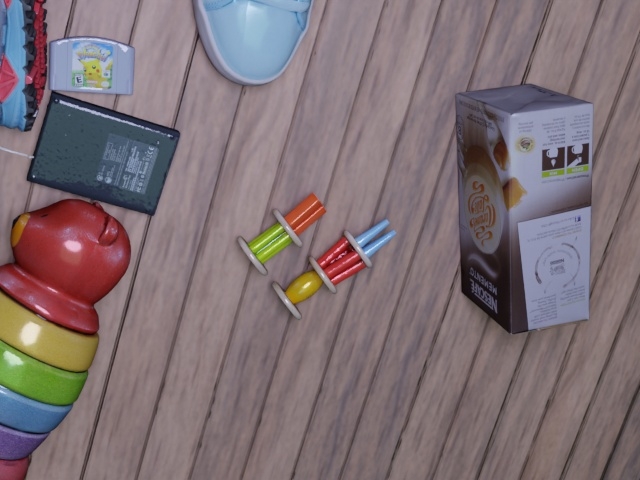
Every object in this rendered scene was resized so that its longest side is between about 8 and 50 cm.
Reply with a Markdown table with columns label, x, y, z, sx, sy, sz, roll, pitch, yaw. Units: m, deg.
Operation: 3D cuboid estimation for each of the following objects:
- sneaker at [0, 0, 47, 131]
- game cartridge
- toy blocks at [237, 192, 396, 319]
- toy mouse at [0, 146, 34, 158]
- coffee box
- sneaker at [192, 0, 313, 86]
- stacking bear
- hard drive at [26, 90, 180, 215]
| label | x | y | z | sx | sy | sz | roll | pitch | yaw |
| --- | --- | --- | --- | --- | --- | --- | --- | --- | --- |
| sneaker | -0.309 | -0.211 | 0.831 | 0.125 | 0.104 | 0.262 | 5 | 127 | -11 |
| game cartridge | -0.229 | -0.176 | 0.944 | 0.083 | 0.017 | 0.056 | 1 | 104 | -16 |
| toy blocks | 0.000 | 0.000 | 1.044 | 0.148 | 0.054 | 0.123 | -37 | 114 | -1 |
| toy mouse | -0.345 | -0.088 | 0.891 | 0.143 | 0.031 | 0.161 | -4 | 149 | -6 |
| coffee box | 0.224 | -0.038 | 1.047 | 0.098 | 0.141 | 0.247 | -9 | 109 | -13 |
| sneaker | -0.039 | -0.320 | 0.876 | 0.135 | 0.150 | 0.366 | 5 | 106 | -16 |
| stacking bear | -0.297 | 0.088 | 0.942 | 0.164 | 0.175 | 0.289 | 32 | 90 | -20 |
| hard drive | -0.224 | -0.088 | 0.970 | 0.135 | 0.022 | 0.094 | 16 | 103 | -20 |
